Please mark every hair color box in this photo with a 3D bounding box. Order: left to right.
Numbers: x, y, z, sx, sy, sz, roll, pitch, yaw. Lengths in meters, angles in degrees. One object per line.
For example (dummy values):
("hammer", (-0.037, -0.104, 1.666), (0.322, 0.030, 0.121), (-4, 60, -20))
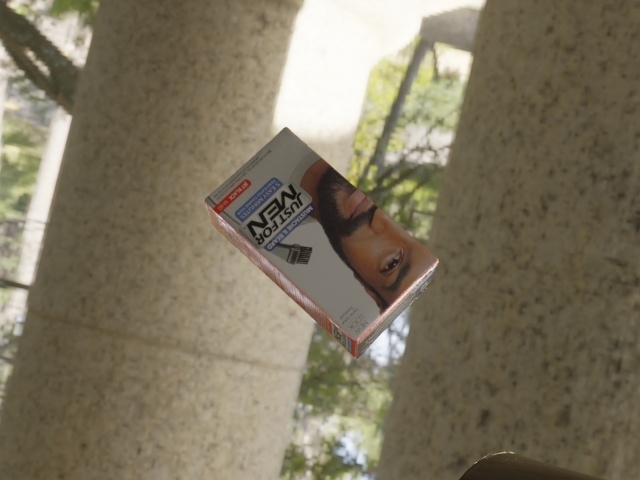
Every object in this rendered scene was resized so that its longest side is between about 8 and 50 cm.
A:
("hair color box", (0.000, 0.000, 0.840), (0.167, 0.093, 0.053), (42, 165, 16))

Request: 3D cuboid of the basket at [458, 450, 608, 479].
("basket", (0.243, 0.272, 0.882), (0.227, 0.154, 0.204), (5, 170, 40))
